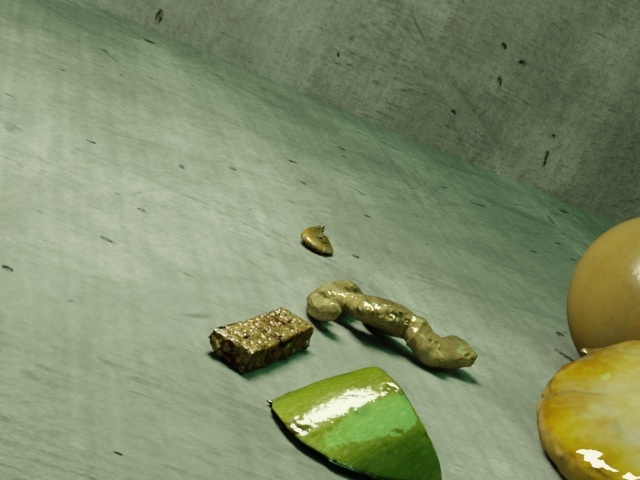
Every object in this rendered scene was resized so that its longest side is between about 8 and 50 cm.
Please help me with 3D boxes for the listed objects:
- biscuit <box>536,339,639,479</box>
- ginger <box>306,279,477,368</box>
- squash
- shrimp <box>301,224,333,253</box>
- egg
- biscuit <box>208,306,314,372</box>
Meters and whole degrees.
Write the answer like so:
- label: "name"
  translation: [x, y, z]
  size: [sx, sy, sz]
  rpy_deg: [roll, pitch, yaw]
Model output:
- label: "biscuit"
  translation: [0.505, 0.255, 1.879]
  size: [0.446, 0.104, 0.429]
  rpy_deg: [5, 26, 16]
- label: "ginger"
  translation: [0.097, 0.111, 2.004]
  size: [0.259, 0.065, 0.149]
  rpy_deg: [19, 14, -17]
- label: "squash"
  translation: [0.044, 0.190, 1.611]
  size: [0.184, 0.085, 0.192]
  rpy_deg: [14, 18, -39]
- label: "shrimp"
  translation: [0.000, 0.000, 2.286]
  size: [0.059, 0.023, 0.108]
  rpy_deg: [38, 16, 7]
- label: "egg"
  translation: [0.540, 0.108, 2.271]
  size: [0.301, 0.301, 0.374]
  rpy_deg: [23, 7, -12]
- label: "biscuit"
  translation: [-0.070, 0.120, 1.752]
  size: [0.064, 0.034, 0.199]
  rpy_deg: [31, 17, 18]
